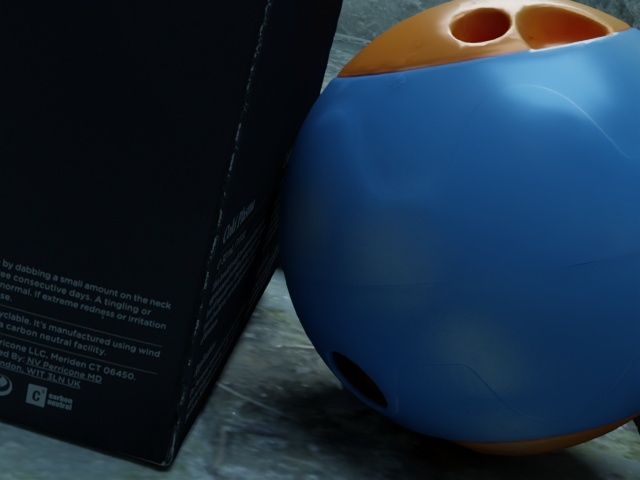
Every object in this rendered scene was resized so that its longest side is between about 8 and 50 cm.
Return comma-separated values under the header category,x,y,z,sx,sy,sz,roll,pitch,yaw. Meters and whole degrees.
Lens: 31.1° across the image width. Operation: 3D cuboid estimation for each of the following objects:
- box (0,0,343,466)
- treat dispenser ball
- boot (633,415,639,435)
category,x,y,z,sx,sy,sz,roll,pitch,yaw
box,-0.103,-0.093,0.724,0.178,0.313,0.343,16,19,3
treat dispenser ball,0.117,-0.010,0.731,0.288,0.288,0.288,15,16,-4
boot,0.234,0.090,0.911,0.229,0.091,0.263,22,12,38
